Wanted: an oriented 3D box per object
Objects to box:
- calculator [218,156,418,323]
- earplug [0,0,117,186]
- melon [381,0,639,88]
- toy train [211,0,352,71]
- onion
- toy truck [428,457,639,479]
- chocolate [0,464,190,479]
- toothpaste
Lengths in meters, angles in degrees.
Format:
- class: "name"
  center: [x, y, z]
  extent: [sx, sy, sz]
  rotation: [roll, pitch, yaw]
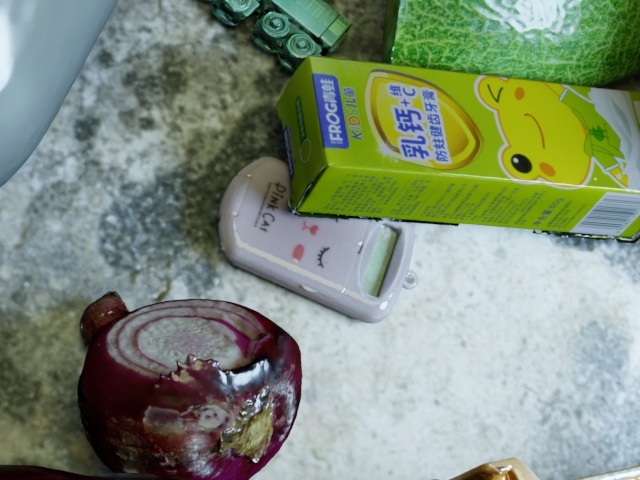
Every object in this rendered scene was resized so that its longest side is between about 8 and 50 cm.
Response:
- class: "calculator"
  center: [0.000, 0.000, 1.461]
  extent: [0.175, 0.032, 0.100]
  rotation: [24, 63, -8]
- class: "earplug"
  center: [-0.305, -0.203, 1.294]
  extent: [0.312, 0.312, 0.394]
  rotation: [27, 65, -6]
- class: "melon"
  center: [0.204, -0.217, 1.554]
  extent: [0.323, 0.124, 0.196]
  rotation: [2, 106, -20]
- class: "toy train"
  center: [-0.047, -0.201, 1.525]
  extent: [0.148, 0.038, 0.071]
  rotation: [39, 59, 1]
- class: "onion"
  center: [-0.112, 0.113, 1.337]
  extent: [0.173, 0.198, 0.135]
  rotation: [-10, 112, -37]
- class: "toy truck"
  center: [0.186, 0.226, 1.384]
  extent: [0.270, 0.114, 0.135]
  rotation: [-9, 75, -22]
- class: "chocolate"
  center: [-0.149, 0.284, 1.063]
  extent: [0.383, 0.331, 0.384]
  rotation: [-5, 67, 11]
- class: "toothpaste"
  center: [0.130, -0.073, 1.488]
  extent: [0.327, 0.077, 0.110]
  rotation: [4, 59, -22]
